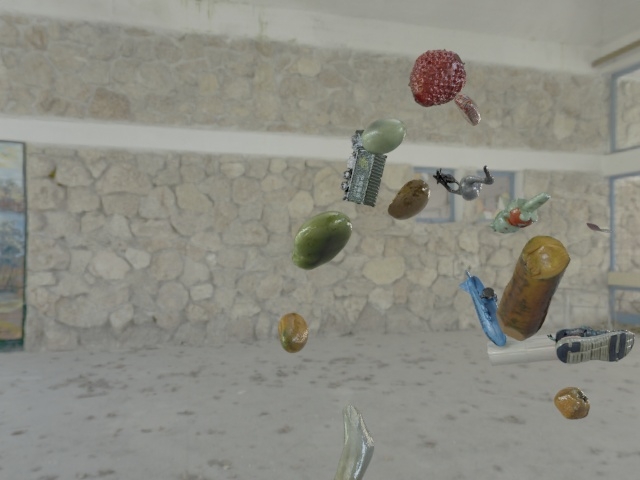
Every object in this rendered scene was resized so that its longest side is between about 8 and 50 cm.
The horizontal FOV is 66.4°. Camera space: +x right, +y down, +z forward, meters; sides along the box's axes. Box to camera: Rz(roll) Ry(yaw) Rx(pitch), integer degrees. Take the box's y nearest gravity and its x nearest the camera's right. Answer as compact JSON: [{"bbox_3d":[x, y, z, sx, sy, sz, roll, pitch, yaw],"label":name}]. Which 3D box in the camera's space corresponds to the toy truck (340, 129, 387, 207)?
[{"bbox_3d":[0.154,-0.258,1.735,0.121,0.258,0.088,15,4,39],"label":"toy truck"}]

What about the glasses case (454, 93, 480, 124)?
[{"bbox_3d":[0.486,-0.424,1.591,0.049,0.073,0.194,-44,-20,17],"label":"glasses case"}]

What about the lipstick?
[{"bbox_3d":[0.734,0.360,1.634,0.327,0.087,0.087,-13,-7,23],"label":"lipstick"}]

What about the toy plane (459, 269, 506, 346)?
[{"bbox_3d":[0.572,0.231,1.683,0.105,0.271,0.254,-33,-29,13],"label":"toy plane"}]

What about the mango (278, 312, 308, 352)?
[{"bbox_3d":[-0.086,0.298,1.559,0.089,0.115,0.165,-28,29,8],"label":"mango"}]

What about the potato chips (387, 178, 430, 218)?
[{"bbox_3d":[0.393,-0.163,2.114,0.208,0.195,0.062,-18,42,-17],"label":"potato chips"}]

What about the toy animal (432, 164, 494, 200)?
[{"bbox_3d":[0.580,-0.215,1.914,0.195,0.090,0.324,33,-9,-25],"label":"toy animal"}]

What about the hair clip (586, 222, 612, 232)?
[{"bbox_3d":[1.144,-0.048,2.008,0.137,0.022,0.054,12,4,-34],"label":"hair clip"}]

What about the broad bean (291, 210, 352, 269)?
[{"bbox_3d":[0.000,0.001,1.954,0.238,0.291,0.119,37,12,-46],"label":"broad bean"}]

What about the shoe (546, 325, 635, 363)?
[{"bbox_3d":[0.728,0.267,1.313,0.207,0.091,0.106,-6,25,10],"label":"shoe"}]

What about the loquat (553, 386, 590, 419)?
[{"bbox_3d":[1.014,0.654,1.967,0.113,0.137,0.137,-8,2,-25],"label":"loquat"}]

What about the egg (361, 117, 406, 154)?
[{"bbox_3d":[0.207,-0.342,1.601,0.152,0.114,0.114,-18,-9,23],"label":"egg"}]

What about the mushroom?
[{"bbox_3d":[0.096,0.695,1.554,0.122,0.159,0.328,-38,15,25],"label":"mushroom"}]

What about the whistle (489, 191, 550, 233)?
[{"bbox_3d":[0.693,-0.091,1.705,0.102,0.105,0.253,-27,-13,-38],"label":"whistle"}]

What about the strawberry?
[{"bbox_3d":[0.399,-0.564,1.751,0.205,0.205,0.244,-1,39,45],"label":"strawberry"}]

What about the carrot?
[{"bbox_3d":[0.495,0.127,1.160,0.114,0.114,0.301,1,-43,5],"label":"carrot"}]
